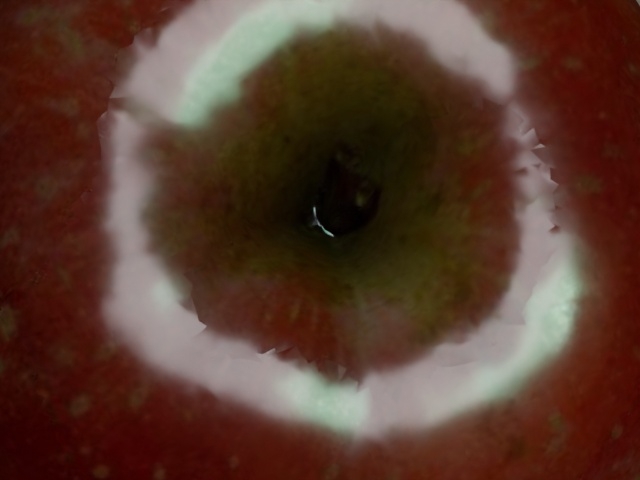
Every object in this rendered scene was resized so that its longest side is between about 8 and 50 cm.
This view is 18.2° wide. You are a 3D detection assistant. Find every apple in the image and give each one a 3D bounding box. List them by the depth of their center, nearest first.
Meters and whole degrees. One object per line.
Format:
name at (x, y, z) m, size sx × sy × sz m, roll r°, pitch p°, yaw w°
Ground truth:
apple at (0.000, 0.000, 0.641) m, size 0.260 × 0.216 × 0.260 m, roll 0°, pitch 83°, yaw -1°
